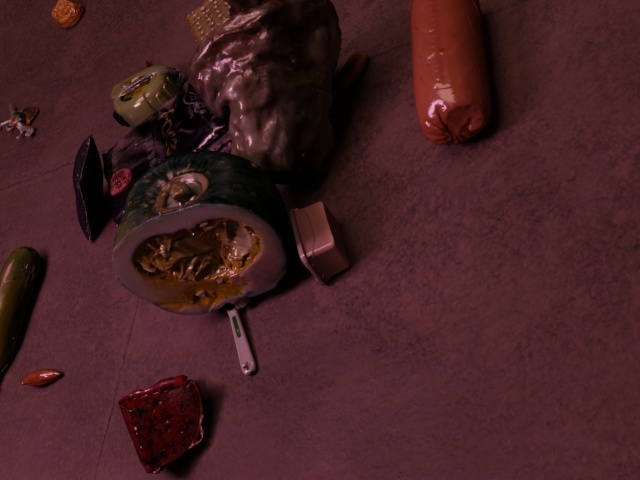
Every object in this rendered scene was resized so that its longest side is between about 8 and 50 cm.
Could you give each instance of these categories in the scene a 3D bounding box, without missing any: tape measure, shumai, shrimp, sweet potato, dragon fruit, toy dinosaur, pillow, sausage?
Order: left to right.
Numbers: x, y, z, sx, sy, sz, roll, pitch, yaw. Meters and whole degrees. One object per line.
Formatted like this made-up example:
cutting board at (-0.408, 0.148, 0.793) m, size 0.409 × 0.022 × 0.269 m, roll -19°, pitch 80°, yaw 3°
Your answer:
toy dinosaur at (-0.786, -0.323, 2.386) m, size 0.106 × 0.044 × 0.187 m, roll -20°, pitch 37°, yaw 12°
sweet potato at (-0.547, 0.270, 1.788) m, size 0.095 × 0.034 × 0.034 m, roll -13°, pitch 54°, yaw 21°
pillow at (-0.484, -0.109, 1.895) m, size 0.055 × 0.208 × 0.141 m, roll 2°, pitch 53°, yaw -8°
tape measure at (-0.383, -0.314, 2.000) m, size 0.177 × 0.087 × 0.154 m, roll -24°, pitch 38°, yaw 25°
dragon fruit at (-0.263, 0.300, 1.506) m, size 0.161 × 0.121 × 0.127 m, roll -4°, pitch 100°, yaw 66°
shumai at (-0.057, -0.238, 1.569) m, size 0.304 × 0.309 × 0.263 m, roll -31°, pitch 74°, yaw 38°
shrimp at (0.049, -0.307, 1.683) m, size 0.108 × 0.023 × 0.059 m, roll -55°, pitch 34°, yaw -4°
sausage at (0.208, -0.291, 1.467) m, size 0.121 × 0.121 × 0.304 m, roll -20°, pitch 53°, yaw 29°

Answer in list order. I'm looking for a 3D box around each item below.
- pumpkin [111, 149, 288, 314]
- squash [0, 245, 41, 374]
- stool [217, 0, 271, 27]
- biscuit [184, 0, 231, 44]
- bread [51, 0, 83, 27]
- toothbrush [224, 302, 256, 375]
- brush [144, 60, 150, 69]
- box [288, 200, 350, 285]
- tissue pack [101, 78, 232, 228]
pumpkin at (-0.190, -0.029, 1.509) m, size 0.293 × 0.263 × 0.197 m, roll -16°, pitch 45°, yaw 19°
squash at (-0.668, 0.158, 1.929) m, size 0.087 × 0.087 × 0.331 m, roll -10°, pitch 59°, yaw 35°
stool at (-0.151, -0.474, 1.895) m, size 0.217 × 0.121 × 0.125 m, roll -48°, pitch 44°, yaw -4°
biscuit at (-0.231, -0.497, 2.049) m, size 0.144 × 0.016 × 0.203 m, roll -39°, pitch 45°, yaw 13°
bread at (-0.701, -0.629, 2.511) m, size 0.083 × 0.044 × 0.111 m, roll -53°, pitch 45°, yaw 0°
toothbrush at (-0.153, 0.111, 1.572) m, size 0.030 × 0.030 × 0.304 m, roll -36°, pitch 48°, yaw 16°
brush at (-0.404, -0.392, 2.121) m, size 0.021 × 0.019 × 0.083 m, roll -42°, pitch 45°, yaw 23°
box at (0.000, 0.000, 1.473) m, size 0.062 × 0.089 × 0.122 m, roll -26°, pitch 47°, yaw 10°
tissue pack at (-0.290, -0.183, 1.810) m, size 0.332 × 0.123 × 0.245 m, roll -36°, pitch 47°, yaw 16°
